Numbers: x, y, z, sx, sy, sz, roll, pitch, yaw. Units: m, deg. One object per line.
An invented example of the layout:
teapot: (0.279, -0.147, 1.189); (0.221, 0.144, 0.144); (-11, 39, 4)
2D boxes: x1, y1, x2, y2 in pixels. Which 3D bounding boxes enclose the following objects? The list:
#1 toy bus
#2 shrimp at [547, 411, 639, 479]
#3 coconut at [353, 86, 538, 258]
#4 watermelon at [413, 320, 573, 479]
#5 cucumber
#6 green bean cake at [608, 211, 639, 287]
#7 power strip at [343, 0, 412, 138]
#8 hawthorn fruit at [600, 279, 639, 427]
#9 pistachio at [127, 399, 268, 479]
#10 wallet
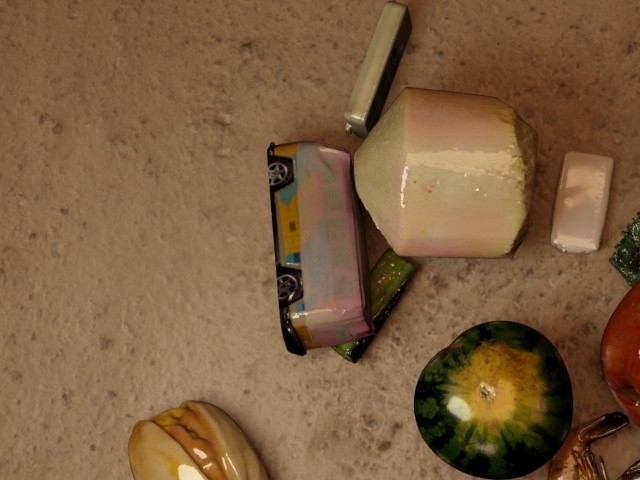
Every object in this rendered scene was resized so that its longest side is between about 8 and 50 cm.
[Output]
toy bus: (0.000, 0.000, 1.889); (0.162, 0.171, 0.386); (-7, 64, 2)
shrimp: (0.508, 0.373, 1.777); (0.289, 0.075, 0.178); (-38, 70, 15)
coconut: (0.210, -0.113, 1.831); (0.309, 0.297, 0.297); (7, 79, 6)
watermelon: (0.291, 0.265, 1.747); (0.269, 0.269, 0.269); (-2, 78, 11)
cucumber: (0.098, 0.121, 1.919); (0.078, 0.062, 0.211); (31, 78, 30)
green bean cake: (0.585, -0.019, 1.770); (0.193, 0.208, 0.107); (-35, 71, 1)
power strip: (0.111, -0.320, 1.975); (0.046, 0.118, 0.270); (18, 82, 15)
hawthorn fruit: (0.590, 0.181, 1.692); (0.284, 0.284, 0.284); (-2, 78, 11)
pistachio: (-0.210, 0.429, 1.839); (0.230, 0.230, 0.309); (-37, 69, 2)
wallet: (0.468, -0.068, 1.892); (0.095, 0.033, 0.190); (11, 80, 15)
